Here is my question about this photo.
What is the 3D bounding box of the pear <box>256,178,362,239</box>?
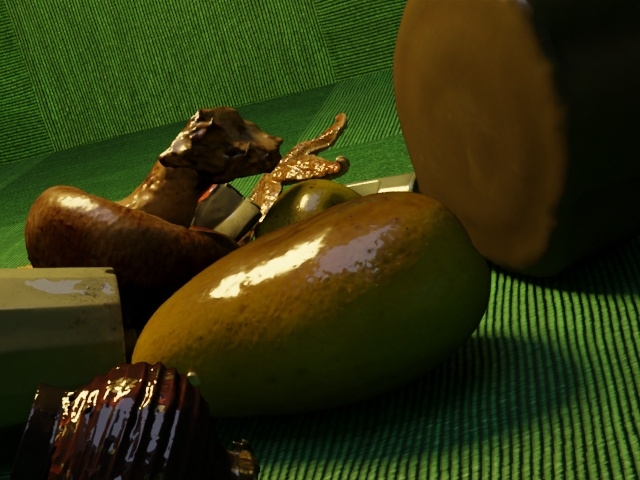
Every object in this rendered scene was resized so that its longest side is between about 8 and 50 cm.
[{"bbox_3d":[0.000,0.001,1.732,0.198,0.198,0.198,-15,16,4],"label":"pear"}]

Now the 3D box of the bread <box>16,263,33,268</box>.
[{"bbox_3d":[-0.481,0.038,2.313,0.251,0.039,0.182,-26,19,-33],"label":"bread"}]

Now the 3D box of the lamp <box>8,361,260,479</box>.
[{"bbox_3d":[-0.173,0.229,1.062,0.247,0.247,0.247,-15,16,4],"label":"lamp"}]

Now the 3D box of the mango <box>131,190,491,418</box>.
[{"bbox_3d":[-0.017,0.095,1.387,0.445,0.220,0.301,-25,22,4],"label":"mango"}]

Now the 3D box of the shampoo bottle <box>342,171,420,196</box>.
[{"bbox_3d":[0.076,-0.062,2.028,0.234,0.087,0.118,-8,11,26],"label":"shampoo bottle"}]

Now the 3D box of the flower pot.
[{"bbox_3d":[-0.389,0.146,1.522,0.259,0.290,0.290,-4,13,-14],"label":"flower pot"}]

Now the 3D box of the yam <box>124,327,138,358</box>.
[{"bbox_3d":[-0.395,0.186,1.719,0.264,0.046,0.046,-17,16,-2],"label":"yam"}]

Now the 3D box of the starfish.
[{"bbox_3d":[-0.067,-0.086,2.061,0.375,0.094,0.327,-51,10,-9],"label":"starfish"}]

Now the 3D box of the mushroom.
[{"bbox_3d":[-0.273,-0.032,1.742,0.331,0.356,0.334,-7,16,-35],"label":"mushroom"}]

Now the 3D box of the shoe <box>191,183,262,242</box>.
[{"bbox_3d":[-0.255,-0.037,1.996,0.336,0.171,0.132,-23,20,49],"label":"shoe"}]

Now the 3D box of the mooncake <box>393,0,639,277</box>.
[{"bbox_3d":[0.302,-0.186,1.613,0.262,0.467,0.467,-15,15,-21],"label":"mooncake"}]
